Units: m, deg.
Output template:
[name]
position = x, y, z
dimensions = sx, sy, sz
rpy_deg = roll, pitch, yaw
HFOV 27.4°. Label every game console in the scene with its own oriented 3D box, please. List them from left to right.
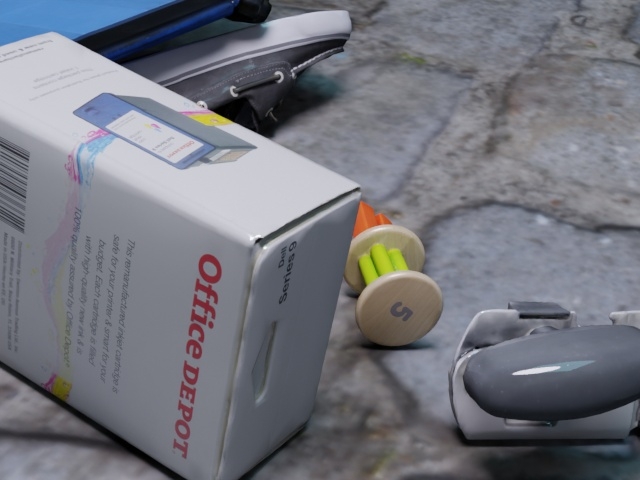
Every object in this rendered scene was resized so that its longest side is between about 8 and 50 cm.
[game console]
position = -0.182, -0.234, 0.945
dimensions = 0.293, 0.250, 0.173
rpy_deg = 14, 2, 40

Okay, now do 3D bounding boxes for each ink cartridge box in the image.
[ink cartridge box]
position = -0.099, 0.007, 0.676
dimensions = 0.212, 0.154, 0.093
rpy_deg = 28, 35, 26

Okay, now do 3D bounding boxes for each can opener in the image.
[can opener]
position = 0.208, 0.081, 0.716
dimensions = 0.283, 0.076, 0.095
rpy_deg = 2, 14, -13

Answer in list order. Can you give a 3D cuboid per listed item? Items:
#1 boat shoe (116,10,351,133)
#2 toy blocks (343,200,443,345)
[boat shoe]
position = -0.064, -0.111, 0.945
dimensions = 0.228, 0.076, 0.080
rpy_deg = -23, 12, -40
[toy blocks]
position = 0.000, 0.000, 0.809
dimensions = 0.123, 0.054, 0.148
rpy_deg = 1, 34, -14
